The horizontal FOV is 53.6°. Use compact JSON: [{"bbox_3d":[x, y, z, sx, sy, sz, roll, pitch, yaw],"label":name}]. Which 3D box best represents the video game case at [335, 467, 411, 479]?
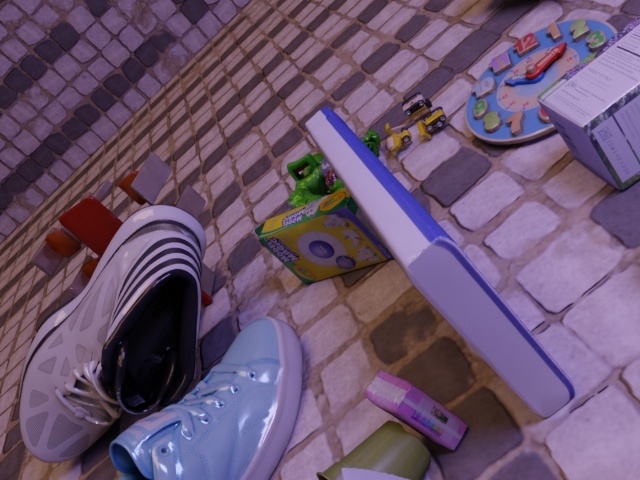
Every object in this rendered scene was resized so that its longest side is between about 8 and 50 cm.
[{"bbox_3d":[0.005,0.320,0.365,0.269,0.061,0.244,-63,22,21],"label":"video game case"}]

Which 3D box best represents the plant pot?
[{"bbox_3d":[0.053,0.202,0.548,0.079,0.083,0.083,-43,27,-21],"label":"plant pot"}]

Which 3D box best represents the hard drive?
[{"bbox_3d":[0.095,-0.001,0.600,0.040,0.210,0.318,-41,29,8],"label":"hard drive"}]

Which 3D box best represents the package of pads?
[{"bbox_3d":[0.084,0.149,0.558,0.032,0.083,0.050,-57,27,-10],"label":"package of pads"}]

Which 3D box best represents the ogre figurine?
[{"bbox_3d":[0.018,-0.094,0.940,0.118,0.097,0.197,-10,55,30],"label":"ogre figurine"}]

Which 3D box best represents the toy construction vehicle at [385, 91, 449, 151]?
[{"bbox_3d":[0.143,-0.172,0.945,0.098,0.035,0.086,-35,42,24],"label":"toy construction vehicle"}]

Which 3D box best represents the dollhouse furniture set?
[{"bbox_3d":[-0.291,0.034,1.005,0.262,0.259,0.135,-29,30,27],"label":"dollhouse furniture set"}]

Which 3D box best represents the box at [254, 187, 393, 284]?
[{"bbox_3d":[0.000,0.000,0.831,0.179,0.105,0.043,-19,38,40],"label":"box"}]

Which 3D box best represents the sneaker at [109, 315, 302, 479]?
[{"bbox_3d":[-0.136,0.218,0.687,0.135,0.150,0.366,-15,41,41],"label":"sneaker"}]

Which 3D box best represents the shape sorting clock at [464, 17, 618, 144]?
[{"bbox_3d":[0.274,-0.205,0.803,0.206,0.040,0.206,-32,31,23],"label":"shape sorting clock"}]

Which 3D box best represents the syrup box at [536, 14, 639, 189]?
[{"bbox_3d":[0.346,-0.168,0.609,0.237,0.093,0.096,-39,29,12],"label":"syrup box"}]

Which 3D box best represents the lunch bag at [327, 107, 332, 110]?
[{"bbox_3d":[0.025,-0.171,1.048,0.053,0.071,0.083,-39,30,9],"label":"lunch bag"}]

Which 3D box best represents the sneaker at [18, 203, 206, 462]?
[{"bbox_3d":[-0.299,0.178,0.844,0.447,0.169,0.257,-57,23,15],"label":"sneaker"}]
